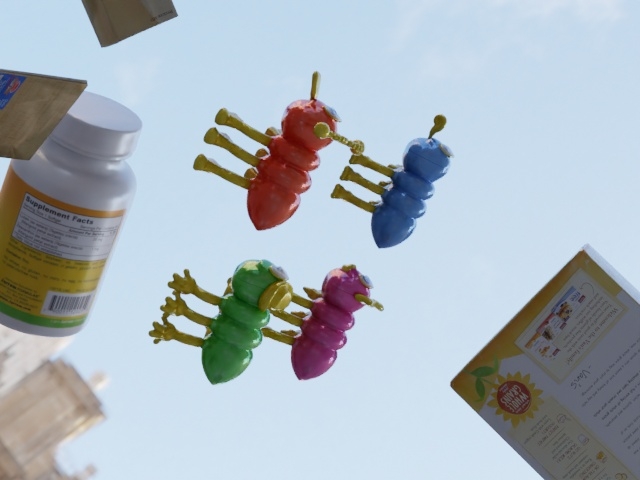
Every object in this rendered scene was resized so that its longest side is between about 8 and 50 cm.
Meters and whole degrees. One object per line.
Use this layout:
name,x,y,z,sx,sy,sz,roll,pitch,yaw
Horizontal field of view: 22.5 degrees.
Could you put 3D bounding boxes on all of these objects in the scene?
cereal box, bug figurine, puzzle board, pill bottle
cereal box,0.254,0.146,1.377,0.240,0.047,0.173,45,-72,6
bug figurine,0.000,0.000,1.095,0.072,0.279,0.216,31,-80,25
puzzle board,-0.294,-0.121,1.543,0.128,0.096,0.011,-44,-126,39
pill bottle,-0.277,-0.031,1.724,0.136,0.136,0.245,29,-69,16

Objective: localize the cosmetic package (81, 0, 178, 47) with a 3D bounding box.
cosmetic package,-0.164,-0.216,1.267,0.041,0.060,0.115,-2,-65,62
